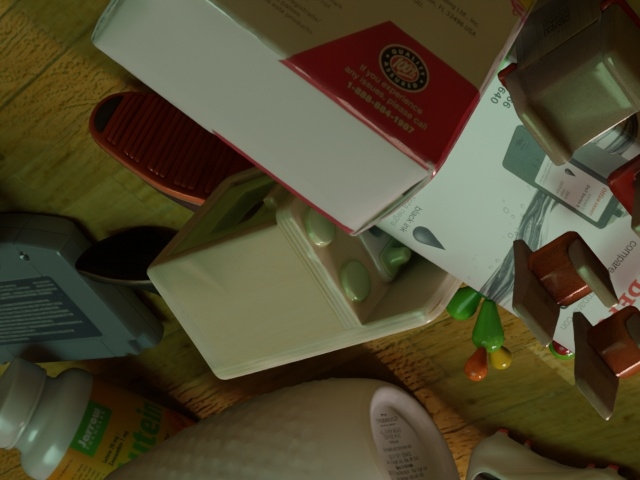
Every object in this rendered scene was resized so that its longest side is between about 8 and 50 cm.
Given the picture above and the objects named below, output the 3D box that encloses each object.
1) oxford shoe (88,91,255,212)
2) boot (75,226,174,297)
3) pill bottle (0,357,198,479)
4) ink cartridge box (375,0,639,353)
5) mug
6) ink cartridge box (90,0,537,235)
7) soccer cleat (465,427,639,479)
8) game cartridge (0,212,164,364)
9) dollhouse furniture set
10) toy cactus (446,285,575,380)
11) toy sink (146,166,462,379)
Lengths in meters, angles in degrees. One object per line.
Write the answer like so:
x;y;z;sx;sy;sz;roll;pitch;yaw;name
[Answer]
-0.092;-0.048;1.751;0.271;0.097;0.098;27;153;6;oxford shoe
-0.148;0.048;1.936;0.219;0.082;0.106;0;134;36;boot
-0.257;0.229;2.175;0.246;0.136;0.136;27;150;-16;pill bottle
0.172;-0.057;1.454;0.273;0.115;0.198;32;128;-1;ink cartridge box
-0.003;0.301;2.001;0.328;0.276;0.374;-31;151;25;mug
0.027;-0.193;1.258;0.226;0.306;0.131;36;147;-7;ink cartridge box
0.239;0.254;1.901;0.196;0.076;0.068;18;145;19;soccer cleat
-0.328;0.055;2.120;0.294;0.060;0.196;-7;135;44;game cartridge
0.241;-0.048;1.313;0.262;0.135;0.259;-33;112;21;dollhouse furniture set
0.155;0.025;1.655;0.219;0.112;0.180;45;136;-3;toy cactus
0.000;0.000;1.566;0.234;0.153;0.131;-17;114;39;toy sink
